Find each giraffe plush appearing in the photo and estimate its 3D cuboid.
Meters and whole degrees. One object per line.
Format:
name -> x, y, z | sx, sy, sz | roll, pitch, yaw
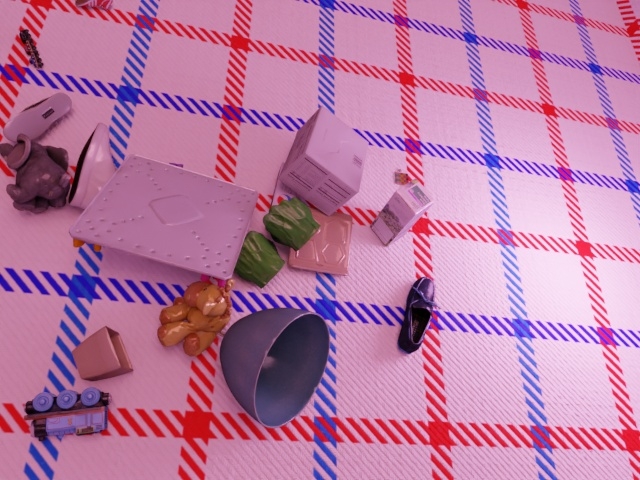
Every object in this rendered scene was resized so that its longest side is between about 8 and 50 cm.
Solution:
giraffe plush -> -0.296, 0.177, 1.257 | 0.211, 0.170, 0.181 | 10, 40, -16

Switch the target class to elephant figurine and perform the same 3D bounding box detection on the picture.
elephant figurine -> -0.773, -0.209, 1.327 | 0.186, 0.169, 0.239 | -16, 74, -17

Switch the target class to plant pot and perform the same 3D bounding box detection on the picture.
plant pot -> -0.533, 0.285, 1.201 | 0.096, 0.109, 0.108 | -25, 74, -13
plant pot -> -0.138, 0.289, 1.244 | 0.196, 0.290, 0.290 | 17, 54, 32

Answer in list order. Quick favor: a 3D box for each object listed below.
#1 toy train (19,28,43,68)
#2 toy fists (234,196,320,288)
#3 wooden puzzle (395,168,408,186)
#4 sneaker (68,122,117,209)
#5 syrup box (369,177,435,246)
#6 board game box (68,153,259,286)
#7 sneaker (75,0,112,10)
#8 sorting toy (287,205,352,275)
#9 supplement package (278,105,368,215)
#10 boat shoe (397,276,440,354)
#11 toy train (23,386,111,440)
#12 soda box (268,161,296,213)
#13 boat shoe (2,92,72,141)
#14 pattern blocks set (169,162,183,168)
toy train -> -0.916, -0.605, 1.561 | 0.036, 0.027, 0.158 | -23, 73, -22
toy fists -> -0.138, -0.001, 1.422 | 0.142, 0.096, 0.279 | 44, 87, -10
wooden puzzle -> 0.288, -0.218, 1.750 | 0.050, 0.006, 0.083 | 7, 63, -14
sneaker -> -0.631, -0.204, 1.426 | 0.123, 0.106, 0.289 | 22, 54, -35
syrup box -> 0.250, -0.082, 1.539 | 0.096, 0.237, 0.093 | -32, 77, -27
board game box -> -0.391, -0.065, 1.326 | 0.390, 0.050, 0.389 | 17, 38, -7
sneaker -> -0.778, -0.821, 1.707 | 0.119, 0.067, 0.042 | -17, 71, 8
sorting toy -> 0.000, 0.000, 1.524 | 0.193, 0.038, 0.208 | 11, 70, -17
supplement package -> 0.017, -0.249, 1.541 | 0.204, 0.145, 0.261 | 35, 44, -20
boat shoe -> 0.311, 0.221, 1.494 | 0.109, 0.089, 0.258 | 20, 61, -7
toy train -> -0.582, 0.400, 1.142 | 0.184, 0.080, 0.105 | -2, 71, -18
soda box -> -0.115, -0.134, 1.547 | 0.069, 0.074, 0.216 | 16, 62, -9
boat shoe -> -0.829, -0.356, 1.444 | 0.219, 0.070, 0.077 | -52, 130, -35
pattern blocks set -> -0.423, -0.088, 1.457 | 0.286, 0.026, 0.324 | -11, 68, -21
